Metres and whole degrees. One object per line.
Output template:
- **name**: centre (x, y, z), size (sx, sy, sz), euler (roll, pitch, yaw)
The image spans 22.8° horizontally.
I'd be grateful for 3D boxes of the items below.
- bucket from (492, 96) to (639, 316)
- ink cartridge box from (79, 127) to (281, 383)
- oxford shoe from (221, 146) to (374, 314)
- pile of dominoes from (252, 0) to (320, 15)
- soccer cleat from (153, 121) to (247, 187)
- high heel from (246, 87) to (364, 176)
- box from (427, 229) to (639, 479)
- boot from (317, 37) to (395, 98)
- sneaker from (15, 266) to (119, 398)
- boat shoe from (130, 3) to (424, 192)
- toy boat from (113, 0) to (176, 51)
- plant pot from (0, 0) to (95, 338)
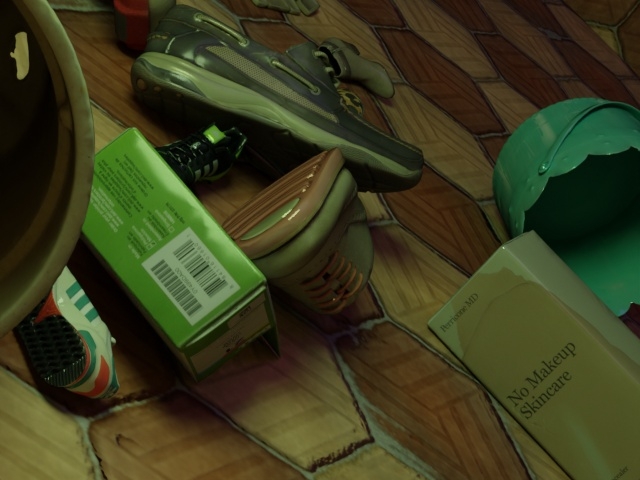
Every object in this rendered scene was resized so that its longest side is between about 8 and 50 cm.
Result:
- **bucket**: centre (0.377, -0.053, 2.191), size (0.281, 0.281, 0.183), euler (29, 22, -29)
- **ink cartridge box**: centre (-0.131, 0.035, 1.445), size (0.189, 0.097, 0.255), euler (49, -11, 16)
- **oxford shoe**: centre (0.000, 0.000, 1.569), size (0.146, 0.140, 0.397), euler (57, 9, -3)
- **pile of dominoes**: centre (-0.108, -0.427, 2.385), size (0.196, 0.040, 0.251), euler (3, 52, -57)
- **soccer cleat**: centre (-0.137, -0.089, 1.660), size (0.060, 0.072, 0.179), euler (46, 23, 10)
- **high heel**: centre (-0.044, -0.180, 1.940), size (0.186, 0.093, 0.261), euler (44, 30, -8)
- **box**: centre (0.289, 0.151, 1.832), size (0.311, 0.148, 0.121), euler (45, 23, 11)
- **boot**: centre (0.047, -0.245, 2.285), size (0.118, 0.042, 0.087), euler (47, 29, 14)
- **sneaker**: centre (-0.211, 0.067, 1.306), size (0.075, 0.057, 0.161), euler (41, 14, -51)
- **boat shoe**: centre (-0.032, -0.161, 1.775), size (0.355, 0.130, 0.132), euler (23, -15, -21)
- **toy boat**: centre (-0.250, -0.331, 1.845), size (0.151, 0.151, 0.231), euler (-5, 59, -8)
- **plant pot**: centre (-0.316, -0.107, 1.141), size (0.334, 0.334, 0.305), euler (37, 13, -13)
